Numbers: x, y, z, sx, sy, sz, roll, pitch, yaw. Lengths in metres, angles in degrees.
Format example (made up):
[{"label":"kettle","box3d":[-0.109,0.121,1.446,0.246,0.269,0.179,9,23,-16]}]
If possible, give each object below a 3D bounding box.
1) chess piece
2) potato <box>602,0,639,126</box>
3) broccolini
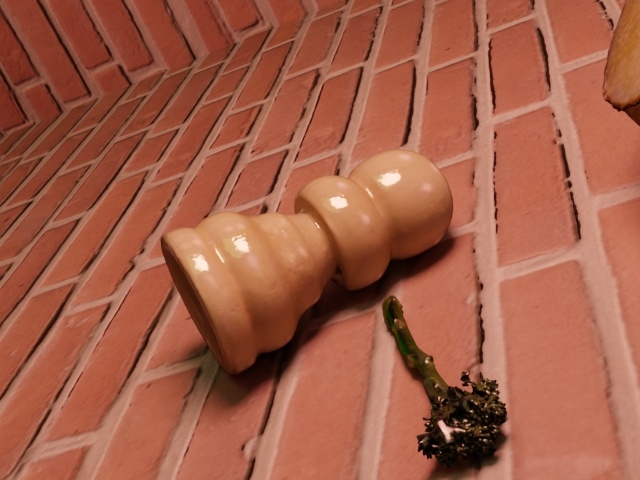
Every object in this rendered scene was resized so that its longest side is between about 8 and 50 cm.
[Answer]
[{"label":"chess piece","box3d":[0.000,0.000,0.975,0.300,0.167,0.167,-28,24,-14]},{"label":"potato","box3d":[0.469,-0.204,0.781,0.442,0.319,0.385,-62,1,-40]},{"label":"broccolini","box3d":[0.089,0.100,0.801,0.071,0.057,0.254,13,20,-19]}]
